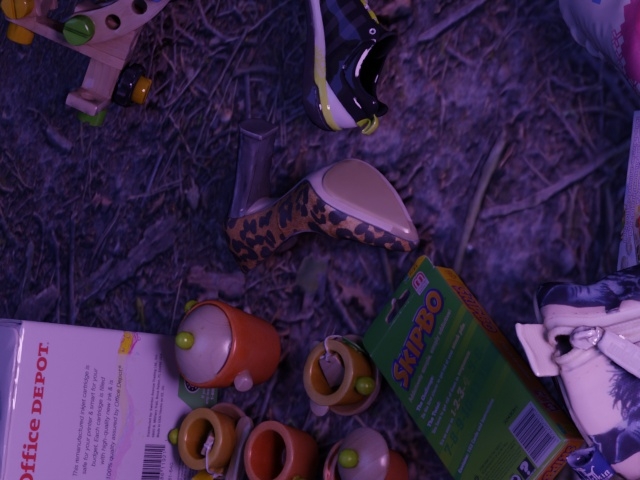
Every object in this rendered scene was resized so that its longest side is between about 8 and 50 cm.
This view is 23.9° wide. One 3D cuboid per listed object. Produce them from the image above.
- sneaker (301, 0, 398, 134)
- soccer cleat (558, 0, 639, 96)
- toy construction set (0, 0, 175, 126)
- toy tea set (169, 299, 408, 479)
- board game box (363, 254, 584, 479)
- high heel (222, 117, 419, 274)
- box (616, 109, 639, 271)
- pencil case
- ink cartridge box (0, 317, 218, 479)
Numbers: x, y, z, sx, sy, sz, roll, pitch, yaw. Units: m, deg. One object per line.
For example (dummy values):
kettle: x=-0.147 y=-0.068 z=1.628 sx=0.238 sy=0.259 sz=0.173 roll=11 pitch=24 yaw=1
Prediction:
sneaker: x=0.040 y=-0.224 z=1.609 sx=0.097 sy=0.084 sz=0.235 roll=-3 pitch=81 yaw=23
soccer cleat: x=0.274 y=-0.190 z=1.291 sx=0.143 sy=0.116 sz=0.331 roll=122 pitch=150 yaw=-44
toy construction set: x=-0.313 y=-0.289 z=1.916 sx=0.309 sy=0.257 sz=0.237 roll=-114 pitch=35 yaw=-58
toy tea set: x=-0.051 y=0.173 z=1.569 sx=0.336 sy=0.124 sz=0.200 roll=7 pitch=84 yaw=43
board game box: x=0.138 y=0.140 z=1.447 sx=0.124 sy=0.039 sz=0.259 roll=-56 pitch=50 yaw=25
high heel: x=0.000 y=0.000 z=1.617 sx=0.261 sy=0.093 sz=0.186 roll=33 pitch=130 yaw=33
box: x=0.336 y=0.039 z=1.227 sx=0.201 sy=0.057 sz=0.293 roll=4 pitch=86 yaw=49
pencil case: x=0.349 y=0.038 z=1.050 sx=0.410 sy=0.183 sz=0.160 roll=-24 pitch=75 yaw=24
ink cartridge box: x=-0.259 y=0.198 z=1.695 sx=0.117 sy=0.278 sz=0.201 roll=1 pitch=83 yaw=48
